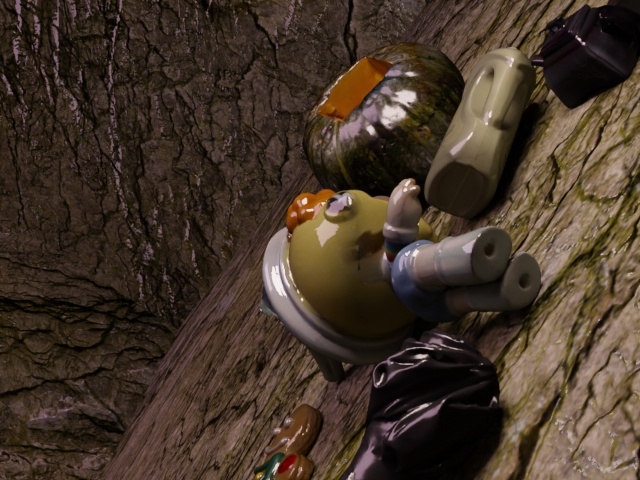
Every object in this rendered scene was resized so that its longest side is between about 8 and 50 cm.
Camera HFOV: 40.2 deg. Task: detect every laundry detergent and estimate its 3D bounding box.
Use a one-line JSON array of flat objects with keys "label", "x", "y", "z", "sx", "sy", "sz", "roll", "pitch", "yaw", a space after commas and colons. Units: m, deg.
[{"label": "laundry detergent", "x": 0.225, "y": -0.165, "z": 1.181, "sx": 0.181, "sy": 0.091, "sz": 0.253, "roll": 101, "pitch": -167, "yaw": -64}]

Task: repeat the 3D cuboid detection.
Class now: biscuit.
[{"label": "biscuit", "x": -0.077, "y": 0.346, "z": 1.176, "sx": 0.197, "sy": 0.049, "sz": 0.302, "roll": -41, "pitch": 16, "yaw": 49}]

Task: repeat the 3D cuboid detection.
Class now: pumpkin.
[{"label": "pumpkin", "x": 0.112, "y": -0.196, "z": 1.481, "sx": 0.320, "sy": 0.192, "sz": 0.320, "roll": -31, "pitch": 31, "yaw": 21}]

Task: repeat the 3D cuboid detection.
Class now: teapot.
[{"label": "teapot", "x": 0.315, "y": -0.235, "z": 1.054, "sx": 0.087, "sy": 0.096, "sz": 0.177, "roll": -58, "pitch": 10, "yaw": -17}]

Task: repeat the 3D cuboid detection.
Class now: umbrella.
[{"label": "umbrella", "x": 0.042, "y": 0.233, "z": 0.780, "sx": 0.340, "sy": 0.118, "sz": 0.118, "roll": -56, "pitch": 9, "yaw": -2}]

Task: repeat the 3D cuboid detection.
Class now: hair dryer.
[{"label": "hair dryer", "x": 0.055, "y": 0.120, "z": 1.241, "sx": 0.067, "sy": 0.199, "sz": 0.167, "roll": -118, "pitch": 21, "yaw": -52}]

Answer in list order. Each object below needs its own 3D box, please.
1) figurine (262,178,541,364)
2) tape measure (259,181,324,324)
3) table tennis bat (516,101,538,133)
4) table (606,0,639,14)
[{"label": "figurine", "x": 0.065, "y": 0.035, "z": 0.993, "sx": 0.205, "sy": 0.224, "sz": 0.382, "roll": -62, "pitch": 11, "yaw": -16}, {"label": "tape measure", "x": 0.000, "y": 0.000, "z": 1.672, "sx": 0.256, "sy": 0.147, "sz": 0.275, "roll": -44, "pitch": 16, "yaw": 49}, {"label": "table tennis bat", "x": 0.281, "y": -0.164, "z": 1.249, "sx": 0.083, "sy": 0.007, "sz": 0.050, "roll": -49, "pitch": 12, "yaw": 23}, {"label": "table", "x": 0.411, "y": -0.398, "z": 1.091, "sx": 0.121, "sy": 0.111, "sz": 0.240, "roll": -40, "pitch": 18, "yaw": 56}]
